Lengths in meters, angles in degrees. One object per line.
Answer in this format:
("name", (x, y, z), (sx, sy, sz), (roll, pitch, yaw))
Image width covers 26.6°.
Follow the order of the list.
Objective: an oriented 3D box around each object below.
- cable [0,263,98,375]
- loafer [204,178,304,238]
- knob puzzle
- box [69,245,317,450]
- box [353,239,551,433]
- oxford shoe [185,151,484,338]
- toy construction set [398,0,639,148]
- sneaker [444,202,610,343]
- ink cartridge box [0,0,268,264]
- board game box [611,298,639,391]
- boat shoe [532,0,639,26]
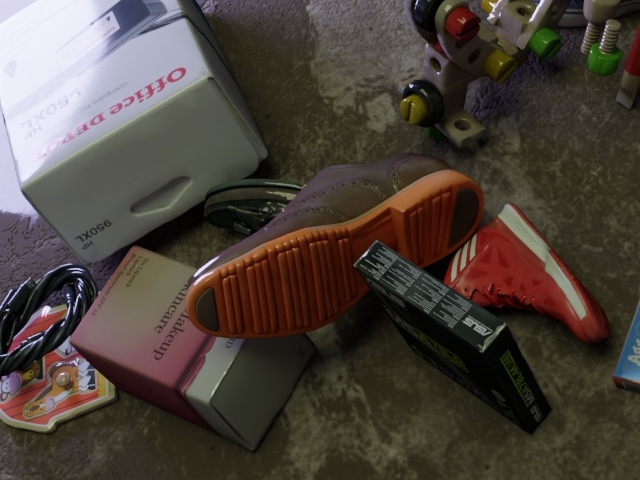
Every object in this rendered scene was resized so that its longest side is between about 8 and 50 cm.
("cable", (-0.358, 0.108, 1.718), (0.150, 0.047, 0.184), (-7, 40, 30))
("loafer", (-0.030, -0.021, 1.648), (0.267, 0.096, 0.084), (1, 64, 25))
("knob puzzle", (-0.355, 0.159, 1.724), (0.213, 0.030, 0.213), (-13, 53, 19))
("box", (-0.150, 0.122, 1.582), (0.232, 0.127, 0.148), (18, 66, 35))
("box", (0.139, 0.101, 1.411), (0.045, 0.184, 0.191), (-48, 51, -9))
("oxford shoe", (0.000, 0.000, 1.501), (0.364, 0.130, 0.133), (-21, 41, -24))
("toy construction set", (0.230, -0.219, 1.616), (0.309, 0.237, 0.257), (22, 43, 17))
("sneaker", (0.218, 0.065, 1.478), (0.128, 0.087, 0.221), (-40, 36, 8))
("ink cartridge box", (-0.271, -0.199, 1.818), (0.285, 0.166, 0.395), (-31, 43, 4))
("board game box", (0.419, 0.041, 1.415), (0.145, 0.027, 0.281), (11, 64, 31))
("boat shoe", (0.378, -0.361, 1.631), (0.340, 0.158, 0.127), (-5, 56, 24))
